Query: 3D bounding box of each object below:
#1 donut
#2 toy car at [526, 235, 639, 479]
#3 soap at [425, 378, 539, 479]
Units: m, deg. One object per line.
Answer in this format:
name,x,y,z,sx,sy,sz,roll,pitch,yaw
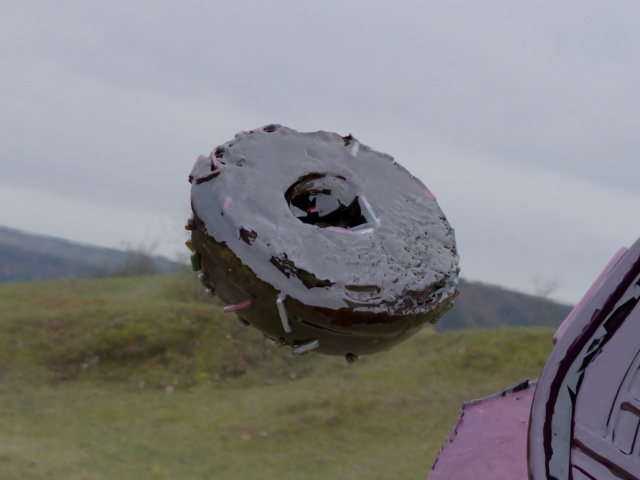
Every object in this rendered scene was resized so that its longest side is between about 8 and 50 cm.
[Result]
donut,0.000,0.000,0.957,0.270,0.103,0.269,17,36,-13
toy car,0.264,0.132,0.445,0.341,0.271,0.240,35,-7,43
soap,0.183,0.197,0.705,0.325,0.127,0.220,-14,40,-27
